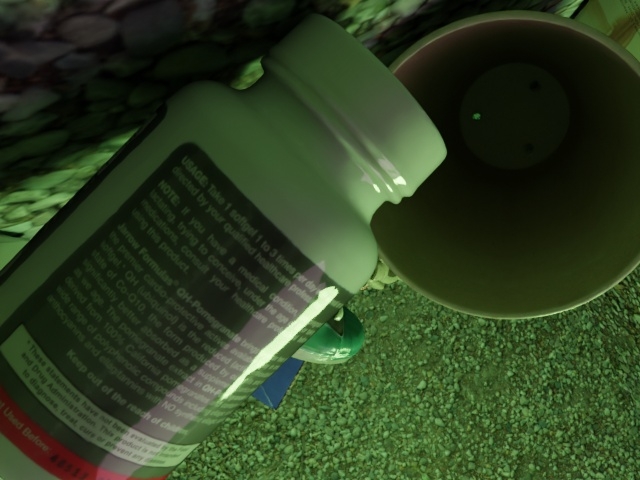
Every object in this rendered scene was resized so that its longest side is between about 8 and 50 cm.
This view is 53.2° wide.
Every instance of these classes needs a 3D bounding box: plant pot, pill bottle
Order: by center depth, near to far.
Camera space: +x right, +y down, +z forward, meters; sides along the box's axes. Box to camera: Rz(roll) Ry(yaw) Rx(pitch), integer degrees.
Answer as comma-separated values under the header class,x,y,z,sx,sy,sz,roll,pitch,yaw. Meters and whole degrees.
class,x,y,z,sx,sy,sz,roll,pitch,yaw
pill bottle,-0.075,0.010,0.428,0.318,0.176,0.176,-44,173,3
plant pot,0.186,-0.098,0.638,0.256,0.257,0.274,-27,-170,25

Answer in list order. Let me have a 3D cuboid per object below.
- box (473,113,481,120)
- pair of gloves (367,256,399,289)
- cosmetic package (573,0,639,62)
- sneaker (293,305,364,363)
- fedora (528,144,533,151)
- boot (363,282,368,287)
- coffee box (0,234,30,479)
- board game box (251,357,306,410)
class,x,y,z,sx,sy,sz,roll,pitch,yaw
box,0.240,-0.175,1.021,0.105,0.043,0.179,-26,173,4
pair of gloves,0.104,-0.056,0.804,0.042,0.240,0.204,15,-174,19
cosmetic package,0.366,-0.219,0.690,0.153,0.129,0.296,-26,174,-3
sneaker,-0.044,0.044,0.766,0.121,0.302,0.108,-44,-152,24
fedora,0.399,-0.159,1.028,0.152,0.334,0.334,12,-157,43
boot,0.020,0.041,1.376,0.236,0.179,0.085,-28,175,19
coffee box,-0.364,0.204,0.419,0.337,0.335,0.338,-25,175,2
board game box,-0.048,0.133,1.229,0.291,0.141,0.232,-55,174,-46
